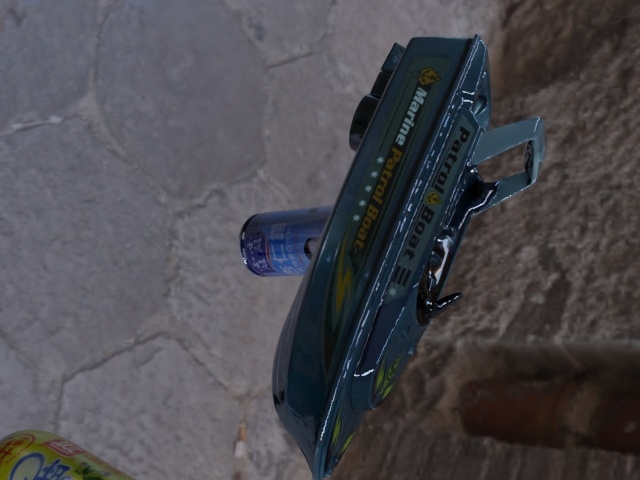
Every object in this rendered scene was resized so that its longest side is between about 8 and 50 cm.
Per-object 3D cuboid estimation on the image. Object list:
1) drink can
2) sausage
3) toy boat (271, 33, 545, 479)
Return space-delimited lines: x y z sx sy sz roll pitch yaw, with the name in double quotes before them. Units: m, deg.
"drink can" 0.000 0.000 1.290 0.097 0.235 0.097 4 85 -44
"sausage" -0.257 0.315 1.084 0.123 0.347 0.123 -41 141 -43
"toy boat" 0.042 0.008 0.502 0.093 0.103 0.246 63 47 -66
